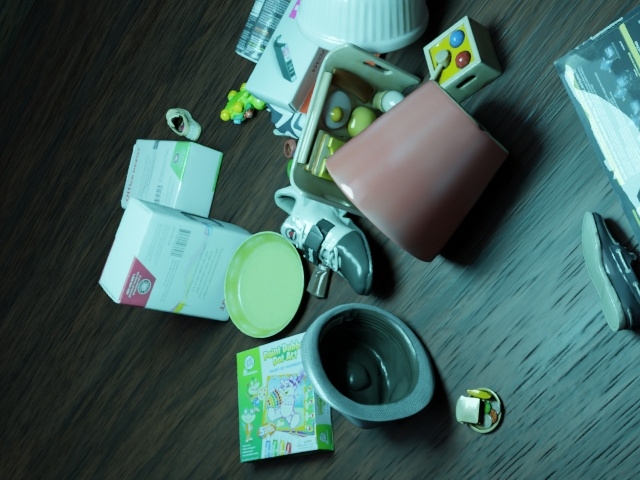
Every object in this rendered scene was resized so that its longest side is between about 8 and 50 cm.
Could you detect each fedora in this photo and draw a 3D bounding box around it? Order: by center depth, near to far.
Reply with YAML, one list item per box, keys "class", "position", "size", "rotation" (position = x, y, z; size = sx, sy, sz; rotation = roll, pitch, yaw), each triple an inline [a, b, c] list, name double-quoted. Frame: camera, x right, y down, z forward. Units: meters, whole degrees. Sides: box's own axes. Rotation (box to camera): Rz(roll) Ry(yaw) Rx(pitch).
- class: "fedora"
  position: [0.079, 0.252, 1.559]
  size: [0.124, 0.243, 0.275]
  rotation: [102, 149, -45]

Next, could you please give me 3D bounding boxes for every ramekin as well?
- class: "ramekin"
  position: [0.086, -0.497, 1.679]
  size: [0.273, 0.272, 0.127]
  rotation: [54, 155, 41]

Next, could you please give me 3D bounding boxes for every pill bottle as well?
- class: "pill bottle"
  position: [-0.100, -0.541, 2.008]
  size: [0.130, 0.130, 0.246]
  rotation: [37, 107, 46]

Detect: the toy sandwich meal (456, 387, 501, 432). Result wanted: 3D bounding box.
- class: "toy sandwich meal"
  position: [0.274, 0.293, 1.445]
  size: [0.085, 0.029, 0.086]
  rotation: [-16, 68, 44]

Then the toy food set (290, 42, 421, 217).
- class: "toy food set"
  position: [0.078, -0.209, 1.656]
  size: [0.092, 0.219, 0.306]
  rotation: [19, 93, 48]

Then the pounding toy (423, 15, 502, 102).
- class: "pounding toy"
  position: [0.252, -0.332, 1.591]
  size: [0.141, 0.100, 0.130]
  rotation: [-32, 57, 37]

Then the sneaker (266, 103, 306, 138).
- class: "sneaker"
  position: [-0.064, -0.347, 1.940]
  size: [0.153, 0.094, 0.235]
  rotation: [-2, 88, 38]

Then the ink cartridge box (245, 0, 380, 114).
- class: "ink cartridge box"
  position: [-0.001, -0.404, 1.817]
  size: [0.239, 0.060, 0.275]
  rotation: [24, 83, 29]

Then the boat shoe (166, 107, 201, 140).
- class: "boat shoe"
  position: [-0.392, -0.331, 2.315]
  size: [0.170, 0.059, 0.063]
  rotation: [37, 106, 46]

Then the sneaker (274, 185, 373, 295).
- class: "sneaker"
  position: [0.000, 0.000, 1.716]
  size: [0.330, 0.146, 0.122]
  rotation: [-121, 27, -43]

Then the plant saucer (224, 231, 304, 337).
- class: "plant saucer"
  position: [-0.121, 0.101, 1.899]
  size: [0.241, 0.037, 0.241]
  rotation: [-9, 76, 37]

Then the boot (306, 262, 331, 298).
- class: "boot"
  position: [-0.015, 0.065, 1.820]
  size: [0.106, 0.037, 0.114]
  rotation: [21, 99, 50]

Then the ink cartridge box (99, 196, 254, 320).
- class: "ink cartridge box"
  position: [-0.329, 0.049, 1.957]
  size: [0.131, 0.306, 0.226]
  rotation: [30, 101, 47]

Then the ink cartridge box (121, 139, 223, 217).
- class: "ink cartridge box"
  position: [-0.402, -0.159, 2.236]
  size: [0.273, 0.114, 0.198]
  rotation: [10, 86, 48]

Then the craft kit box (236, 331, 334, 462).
- class: "craft kit box"
  position: [-0.081, 0.341, 1.798]
  size: [0.250, 0.061, 0.247]
  rotation: [-23, 60, 41]

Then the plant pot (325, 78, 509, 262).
- class: "plant pot"
  position: [0.186, -0.137, 1.505]
  size: [0.243, 0.275, 0.275]
  rotation: [-46, 49, 14]

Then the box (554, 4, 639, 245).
- class: "box"
  position: [0.556, -0.174, 1.191]
  size: [0.318, 0.097, 0.395]
  rotation: [-33, 65, 34]

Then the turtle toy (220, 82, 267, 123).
- class: "turtle toy"
  position: [-0.188, -0.341, 2.092]
  size: [0.130, 0.066, 0.095]
  rotation: [-21, 41, 40]

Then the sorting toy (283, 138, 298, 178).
- class: "sorting toy"
  position: [-0.051, -0.188, 1.930]
  size: [0.061, 0.042, 0.102]
  rotation: [-28, 71, 57]

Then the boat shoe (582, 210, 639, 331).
- class: "boat shoe"
  position: [0.462, 0.044, 1.307]
  size: [0.065, 0.075, 0.206]
  rotation: [-8, 60, 1]
